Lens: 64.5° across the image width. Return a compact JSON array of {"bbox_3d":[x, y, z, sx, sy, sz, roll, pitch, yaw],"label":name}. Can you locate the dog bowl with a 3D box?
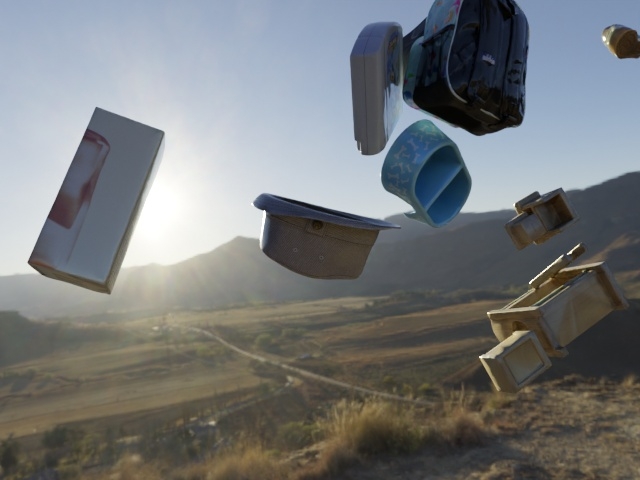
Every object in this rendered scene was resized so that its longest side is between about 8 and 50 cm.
[{"bbox_3d":[0.234,-0.126,1.068,0.074,0.166,0.297,40,1,35],"label":"dog bowl"}]

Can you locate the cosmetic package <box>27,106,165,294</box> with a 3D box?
[{"bbox_3d":[-0.393,-0.066,0.916,0.129,0.296,0.153,20,-19,-13],"label":"cosmetic package"}]

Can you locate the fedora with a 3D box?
[{"bbox_3d":[0.000,0.000,0.941,0.276,0.124,0.244,13,7,-11],"label":"fedora"}]

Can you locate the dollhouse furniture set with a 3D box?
[{"bbox_3d":[0.217,0.052,0.583,0.182,0.160,0.101,-28,-2,-19],"label":"dollhouse furniture set"}]

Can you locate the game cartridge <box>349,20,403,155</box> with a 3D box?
[{"bbox_3d":[0.113,-0.301,0.949,0.062,0.198,0.297,7,31,14],"label":"game cartridge"}]

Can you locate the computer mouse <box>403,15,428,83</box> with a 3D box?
[{"bbox_3d":[0.236,-0.419,1.101,0.189,0.072,0.272,17,-43,-40],"label":"computer mouse"}]

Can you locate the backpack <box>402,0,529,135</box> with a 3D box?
[{"bbox_3d":[0.286,-0.345,0.970,0.225,0.253,0.191,13,-3,-31],"label":"backpack"}]

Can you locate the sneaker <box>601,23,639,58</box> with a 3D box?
[{"bbox_3d":[0.695,-0.472,1.190,0.192,0.064,0.086,-11,45,-42],"label":"sneaker"}]
